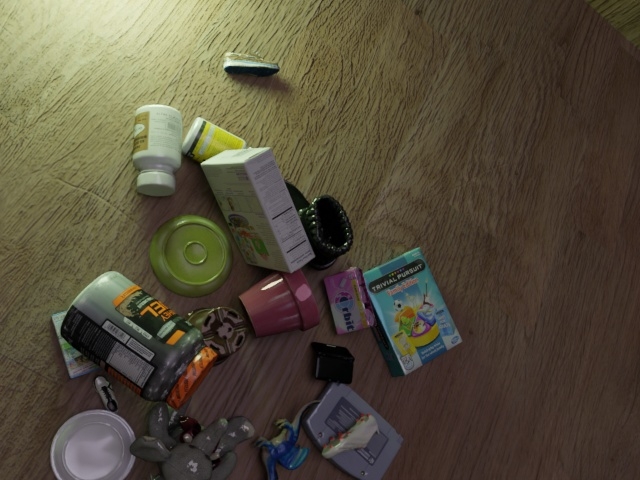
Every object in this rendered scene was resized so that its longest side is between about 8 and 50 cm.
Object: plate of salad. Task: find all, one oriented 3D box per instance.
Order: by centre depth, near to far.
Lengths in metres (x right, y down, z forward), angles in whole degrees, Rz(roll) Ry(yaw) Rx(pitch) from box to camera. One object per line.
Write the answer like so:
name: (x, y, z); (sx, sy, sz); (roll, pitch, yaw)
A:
plate of salad: (-0.552, 0.515, 1.583); (0.200, 0.048, 0.199); (3, 78, -14)

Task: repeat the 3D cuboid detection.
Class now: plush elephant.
plush elephant: (-0.314, 0.516, 1.582); (0.272, 0.255, 0.330); (42, 62, -11)

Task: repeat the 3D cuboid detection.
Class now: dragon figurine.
dragon figurine: (-0.088, 0.570, 1.772); (0.289, 0.085, 0.144); (-39, 96, -22)

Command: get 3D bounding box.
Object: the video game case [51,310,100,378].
video game case: (-0.600, 0.253, 1.649); (0.119, 0.015, 0.166); (-17, 84, -30)

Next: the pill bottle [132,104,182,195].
pill bottle: (-0.451, -0.246, 1.792); (0.131, 0.131, 0.229); (5, 74, -25)

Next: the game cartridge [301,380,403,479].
game cartridge: (0.090, 0.565, 1.889); (0.294, 0.060, 0.196); (45, 58, -9)

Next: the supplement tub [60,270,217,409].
supplement tub: (-0.431, 0.245, 1.565); (0.338, 0.207, 0.207); (35, 63, 3)

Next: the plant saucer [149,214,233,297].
plant saucer: (-0.355, 0.039, 1.818); (0.241, 0.037, 0.240); (7, 74, -25)

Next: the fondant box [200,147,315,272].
fondant box: (-0.173, -0.084, 1.770); (0.096, 0.238, 0.330); (-33, 114, -30)

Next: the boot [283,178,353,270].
boot: (-0.046, -0.078, 1.846); (0.131, 0.260, 0.348); (-41, 83, -15)

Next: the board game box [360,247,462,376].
board game box: (0.273, 0.224, 2.058); (0.254, 0.079, 0.335); (-23, 88, -30)

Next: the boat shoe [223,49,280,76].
boat shoe: (-0.215, -0.561, 2.033); (0.183, 0.066, 0.066); (-1, 75, -27)

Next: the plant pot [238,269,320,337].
plant pot: (-0.123, 0.179, 1.818); (0.180, 0.201, 0.201); (-22, 87, -15)

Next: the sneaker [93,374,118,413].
sneaker: (-0.535, 0.387, 1.629); (0.040, 0.044, 0.109); (-27, 88, -28)

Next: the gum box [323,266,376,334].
gum box: (0.087, 0.179, 1.953); (0.062, 0.107, 0.188); (2, 72, -65)

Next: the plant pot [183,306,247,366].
plant pot: (-0.280, 0.249, 1.724); (0.167, 0.165, 0.166); (8, 72, -26)

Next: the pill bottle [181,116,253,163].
pill bottle: (-0.288, -0.260, 1.884); (0.209, 0.119, 0.119); (26, 66, -18)

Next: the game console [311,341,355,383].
game console: (0.032, 0.360, 1.910); (0.122, 0.107, 0.071); (14, 104, -23)

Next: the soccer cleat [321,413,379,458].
soccer cleat: (0.090, 0.564, 1.825); (0.196, 0.068, 0.076); (-28, 93, -32)
